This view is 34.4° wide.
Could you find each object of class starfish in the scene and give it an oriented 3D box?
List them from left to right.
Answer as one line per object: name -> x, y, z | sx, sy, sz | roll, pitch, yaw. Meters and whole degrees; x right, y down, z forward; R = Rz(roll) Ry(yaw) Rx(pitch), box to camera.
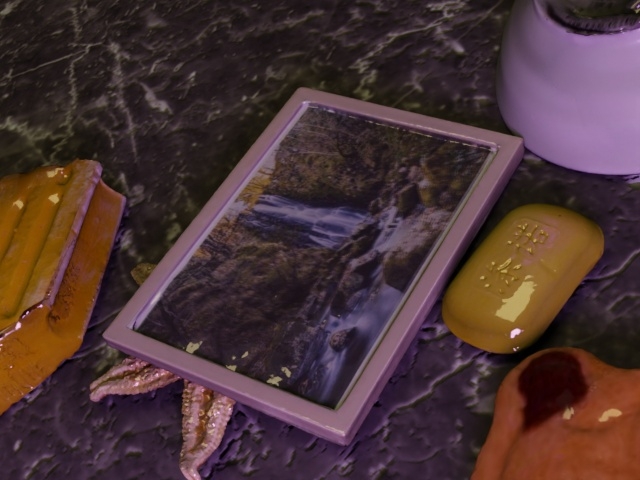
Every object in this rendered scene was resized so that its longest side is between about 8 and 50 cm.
starfish -> -0.095, 0.066, 0.882 | 0.231, 0.048, 0.295 | 4, 52, 31

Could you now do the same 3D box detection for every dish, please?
dish -> 0.273, -0.210, 0.862 | 0.316, 0.106, 0.316 | -20, 48, 23

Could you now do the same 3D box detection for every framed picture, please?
framed picture -> 0.000, 0.000, 0.870 | 0.240, 0.020, 0.324 | 19, 57, 29

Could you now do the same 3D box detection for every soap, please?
soap -> -0.293, 0.047, 0.982 | 0.160, 0.080, 0.257 | -10, 47, 22
soap -> 0.153, 0.025, 0.787 | 0.089, 0.045, 0.140 | 26, 66, 38

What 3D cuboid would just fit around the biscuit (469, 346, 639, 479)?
biscuit -> 0.297, 0.164, 0.572 | 0.455, 0.078, 0.350 | -19, 48, 12
